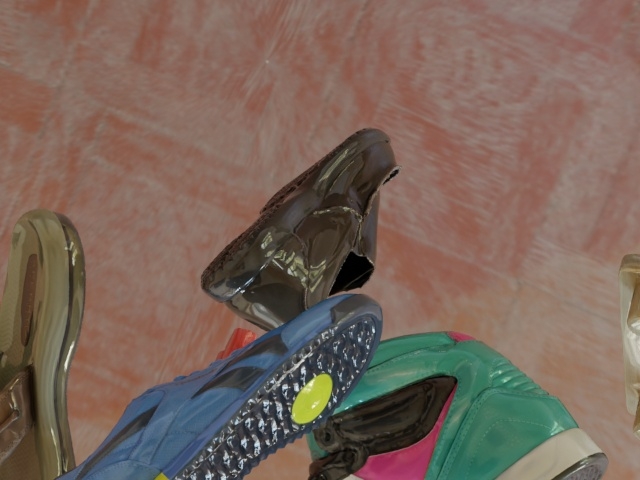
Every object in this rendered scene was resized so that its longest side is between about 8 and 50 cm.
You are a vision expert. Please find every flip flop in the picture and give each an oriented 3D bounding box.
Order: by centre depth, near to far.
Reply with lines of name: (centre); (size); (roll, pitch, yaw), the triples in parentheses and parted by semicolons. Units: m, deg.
flip flop: (-0.214, 0.113, 0.919); (0.080, 0.112, 0.277); (10, 84, -38)

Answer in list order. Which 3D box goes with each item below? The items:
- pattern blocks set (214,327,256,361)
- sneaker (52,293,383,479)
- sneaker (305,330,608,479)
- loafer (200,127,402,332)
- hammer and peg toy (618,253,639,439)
pattern blocks set: (-0.142, 0.260, 1.253); (0.026, 0.285, 0.325); (24, 130, -11)
sneaker: (-0.058, 0.088, 0.748); (0.209, 0.082, 0.069); (-41, 140, -20)
sneaker: (0.016, 0.160, 0.886); (0.295, 0.124, 0.178); (-39, 62, 9)
loafer: (0.000, 0.000, 0.889); (0.080, 0.220, 0.078); (-35, 97, 38)
hammer and peg toy: (0.468, 0.156, 1.518); (0.265, 0.127, 0.361); (5, 137, 21)
